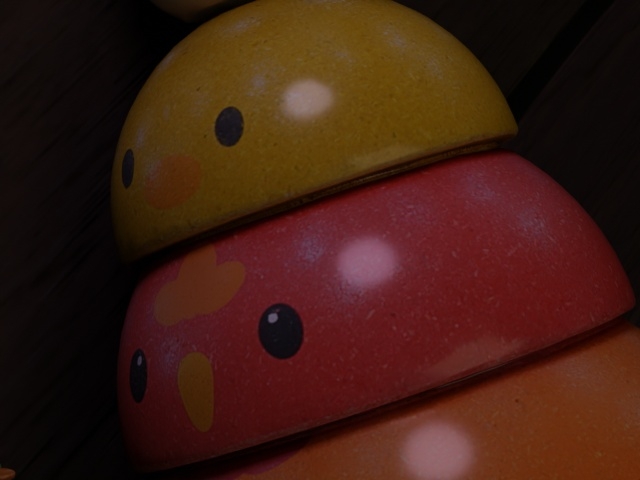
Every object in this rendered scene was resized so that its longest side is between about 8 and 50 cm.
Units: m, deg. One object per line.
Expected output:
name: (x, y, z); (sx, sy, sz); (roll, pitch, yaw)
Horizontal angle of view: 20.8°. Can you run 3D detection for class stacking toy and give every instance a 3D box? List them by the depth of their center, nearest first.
stacking toy: (0.000, 0.000, 0.882); (0.351, 0.351, 0.479); (-17, 85, -45)

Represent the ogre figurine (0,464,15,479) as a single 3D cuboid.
ogre figurine: (-0.201, 0.101, 0.763); (0.118, 0.097, 0.197); (-12, 85, -28)
